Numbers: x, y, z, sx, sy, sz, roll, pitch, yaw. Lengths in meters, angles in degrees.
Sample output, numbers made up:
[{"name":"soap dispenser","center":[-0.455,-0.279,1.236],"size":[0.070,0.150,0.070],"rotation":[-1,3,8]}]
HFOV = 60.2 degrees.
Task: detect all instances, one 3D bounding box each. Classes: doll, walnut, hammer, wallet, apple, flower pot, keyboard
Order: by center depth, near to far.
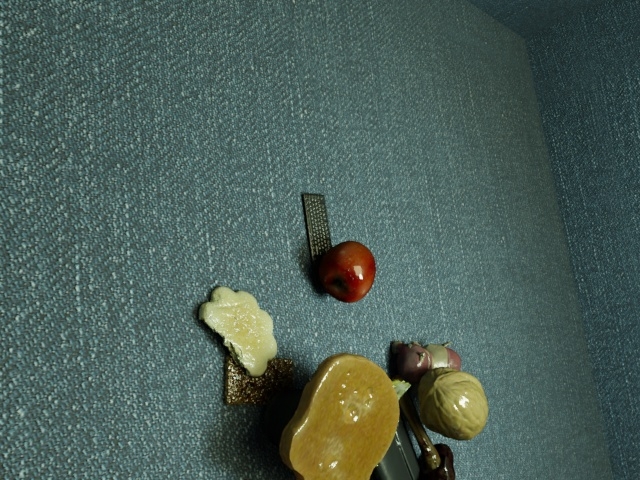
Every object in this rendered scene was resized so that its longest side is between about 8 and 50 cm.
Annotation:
[{"name":"flower pot","center":[-0.053,0.479,1.457],"size":[0.235,0.148,0.235],"rotation":[-5,97,-49]},{"name":"apple","center":[0.086,0.095,1.688],"size":[0.168,0.181,0.180],"rotation":[-30,100,-45]},{"name":"walnut","center":[0.415,0.515,1.748],"size":[0.261,0.225,0.224],"rotation":[50,48,-32]},{"name":"wallet","center":[0.272,0.784,1.763],"size":[0.228,0.062,0.405],"rotation":[-27,98,-54]},{"name":"keyboard","center":[0.000,0.000,1.770],"size":[0.101,0.018,0.309],"rotation":[1,77,-45]},{"name":"hammer","center":[0.329,0.630,1.796],"size":[0.408,0.095,0.242],"rotation":[66,17,-5]},{"name":"doll","center":[0.367,0.440,1.916],"size":[0.256,0.152,0.196],"rotation":[11,102,-27]}]

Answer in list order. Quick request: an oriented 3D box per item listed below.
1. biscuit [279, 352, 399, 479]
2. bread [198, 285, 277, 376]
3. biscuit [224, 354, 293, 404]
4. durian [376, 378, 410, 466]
[{"name":"biscuit","center":[0.062,0.477,1.428],"size":[0.385,0.062,0.365],"rotation":[49,60,-37]},{"name":"bread","center":[-0.202,0.226,1.464],"size":[0.250,0.039,0.182],"rotation":[53,43,-12]},{"name":"biscuit","center":[-0.159,0.377,1.488],"size":[0.231,0.025,0.130],"rotation":[14,69,-42]},{"name":"durian","center":[0.153,0.518,1.658],"size":[0.306,0.167,0.172],"rotation":[-45,108,-36]}]
